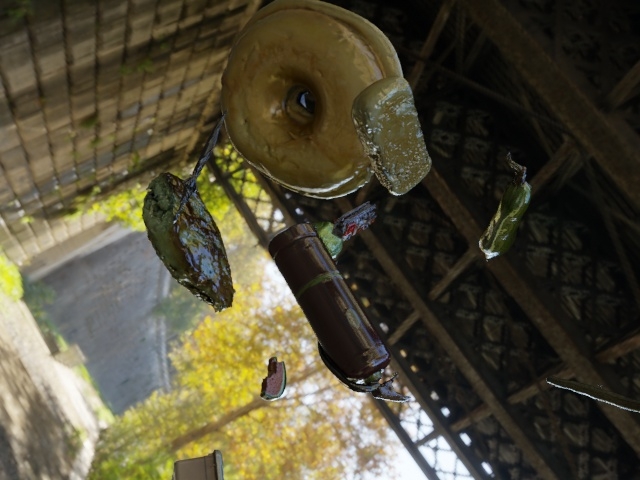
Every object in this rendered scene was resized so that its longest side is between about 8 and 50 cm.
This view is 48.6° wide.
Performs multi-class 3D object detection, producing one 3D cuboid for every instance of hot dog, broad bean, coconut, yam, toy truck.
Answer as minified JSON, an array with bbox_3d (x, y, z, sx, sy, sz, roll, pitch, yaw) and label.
[{"bbox_3d":[0.098,-0.155,1.027,0.073,0.084,0.242,45,-5,31],"label":"hot dog"},{"bbox_3d":[0.329,-0.035,1.260,0.325,0.067,0.075,88,9,-64],"label":"broad bean"},{"bbox_3d":[0.000,0.000,1.515,0.096,0.088,0.088,45,-21,-1],"label":"coconut"},{"bbox_3d":[0.574,0.316,1.482,0.234,0.027,0.029,11,-74,54],"label":"yam"},{"bbox_3d":[0.038,-0.022,0.826,0.024,0.083,0.032,33,-56,20],"label":"toy truck"}]

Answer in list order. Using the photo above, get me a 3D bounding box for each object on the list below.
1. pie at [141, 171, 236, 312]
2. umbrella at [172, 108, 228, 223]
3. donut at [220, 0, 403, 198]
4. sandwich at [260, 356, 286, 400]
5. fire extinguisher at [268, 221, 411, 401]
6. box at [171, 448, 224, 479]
[{"bbox_3d":[-0.293,0.005,1.627,0.288,0.102,0.355,57,11,-47],"label":"pie"},{"bbox_3d":[-0.136,-0.084,0.800,0.022,0.149,0.022,25,-20,-7],"label":"umbrella"},{"bbox_3d":[-0.022,-0.308,1.538,0.448,0.198,0.449,9,-71,28],"label":"donut"},{"bbox_3d":[-0.108,0.321,1.603,0.067,0.029,0.135,64,24,-17],"label":"sandwich"},{"bbox_3d":[0.036,0.132,1.209,0.105,0.141,0.341,-48,-116,38],"label":"fire extinguisher"},{"bbox_3d":[-0.160,0.335,0.922,0.122,0.062,0.089,111,-28,-49],"label":"box"}]
